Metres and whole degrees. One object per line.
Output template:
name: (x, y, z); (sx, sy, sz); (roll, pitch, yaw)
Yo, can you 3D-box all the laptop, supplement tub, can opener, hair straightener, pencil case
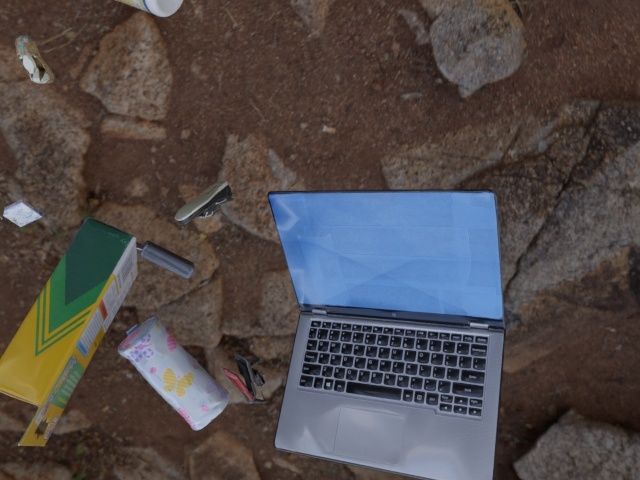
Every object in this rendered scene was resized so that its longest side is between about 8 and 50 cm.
laptop: (0.086, 0.152, 0.948); (0.383, 0.407, 0.236); (2, 158, 25)
supplement tub: (-0.450, -0.652, 1.448); (0.200, 0.144, 0.144); (24, 129, 15)
can opener: (-0.515, 0.052, 1.726); (0.284, 0.076, 0.095); (29, 93, -18)
hair straightener: (-0.151, 0.312, 1.334); (0.047, 0.089, 0.230); (22, 152, 28)
pencil case: (-0.326, 0.298, 1.319); (0.113, 0.124, 0.273); (-40, 107, -6)

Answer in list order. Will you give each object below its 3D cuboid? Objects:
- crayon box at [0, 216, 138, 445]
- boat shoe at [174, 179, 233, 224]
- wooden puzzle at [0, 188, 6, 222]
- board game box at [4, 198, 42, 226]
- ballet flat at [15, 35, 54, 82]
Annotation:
crayon box: (-0.395, 0.145, 0.905); (0.083, 0.322, 0.203); (25, 156, -7)
boat shoe: (-0.353, -0.105, 1.816); (0.084, 0.233, 0.079); (-1, 119, 36)
wooden puzzle: (-0.860, -0.099, 1.547); (0.014, 0.116, 0.078); (-16, 133, 2)
board game box: (-0.994, -0.091, 1.947); (0.090, 0.020, 0.090); (-23, 145, 9)
ballet flat: (-0.827, -0.499, 1.688); (0.073, 0.067, 0.206); (-4, 160, -4)
